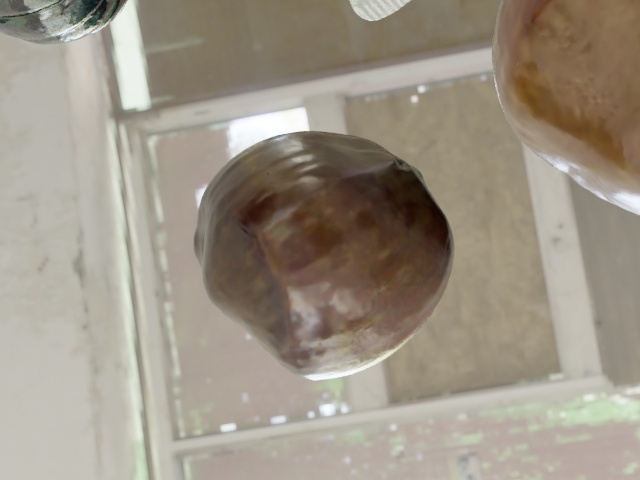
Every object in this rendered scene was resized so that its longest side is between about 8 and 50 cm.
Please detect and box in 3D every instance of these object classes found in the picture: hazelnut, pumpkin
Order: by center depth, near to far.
[{"bbox_3d":[-0.210,-0.247,1.035,0.194,0.150,0.194,179,90,-86],"label":"pumpkin"},{"bbox_3d":[0.000,0.000,1.174,0.234,0.218,0.218,49,171,27],"label":"hazelnut"},{"bbox_3d":[0.334,-0.187,1.240,0.372,0.372,0.315,-90,-10,-54],"label":"hazelnut"}]

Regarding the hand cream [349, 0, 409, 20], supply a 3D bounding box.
[{"bbox_3d":[0.004,-0.256,0.532,0.358,0.185,0.118,47,-167,-40],"label":"hand cream"}]
